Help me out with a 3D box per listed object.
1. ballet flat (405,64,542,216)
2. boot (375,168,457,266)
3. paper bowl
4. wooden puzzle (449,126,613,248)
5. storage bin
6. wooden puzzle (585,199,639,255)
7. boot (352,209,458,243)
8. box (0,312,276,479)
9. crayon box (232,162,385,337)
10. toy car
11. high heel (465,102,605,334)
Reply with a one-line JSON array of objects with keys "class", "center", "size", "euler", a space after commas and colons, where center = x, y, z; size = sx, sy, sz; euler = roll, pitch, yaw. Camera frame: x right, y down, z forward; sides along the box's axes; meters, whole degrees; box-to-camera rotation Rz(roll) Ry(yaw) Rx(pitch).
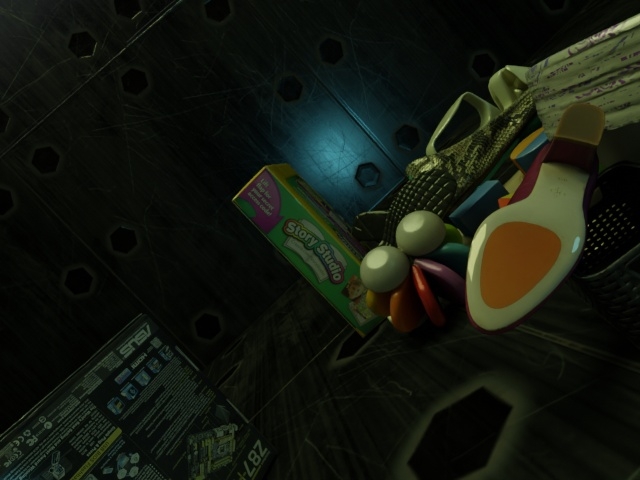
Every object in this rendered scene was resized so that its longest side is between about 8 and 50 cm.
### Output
[{"class": "ballet flat", "center": [0.363, -0.243, 1.027], "size": [0.482, 0.182, 0.164], "euler": [-38, -12, -15]}, {"class": "boot", "center": [0.172, -0.011, 0.907], "size": [0.161, 0.083, 0.247], "euler": [0, -57, -60]}, {"class": "paper bowl", "center": [0.379, -0.173, 0.531], "size": [0.284, 0.148, 0.284], "euler": [-24, 6, 2]}, {"class": "wooden puzzle", "center": [0.339, -0.090, 0.805], "size": [0.322, 0.080, 0.348], "euler": [-44, 5, -3]}, {"class": "storage bin", "center": [0.280, 0.004, 0.456], "size": [0.122, 0.084, 0.180], "euler": [-42, 6, 13]}, {"class": "wooden puzzle", "center": [0.333, -0.012, 0.589], "size": [0.116, 0.014, 0.079], "euler": [-39, 11, 42]}, {"class": "boot", "center": [0.211, -0.024, 1.136], "size": [0.236, 0.086, 0.178], "euler": [1, -5, 30]}, {"class": "box", "center": [-0.267, 0.331, 0.670], "size": [0.097, 0.318, 0.395], "euler": [-40, 7, 35]}, {"class": "crayon box", "center": [0.000, 0.000, 1.093], "size": [0.106, 0.363, 0.313], "euler": [-43, 4, 10]}, {"class": "toy car", "center": [0.160, 0.059, 0.755], "size": [0.182, 0.159, 0.136], "euler": [-44, 40, -7]}, {"class": "high heel", "center": [0.194, -0.006, 0.469], "size": [0.244, 0.082, 0.117], "euler": [-62, -24, -24]}]
